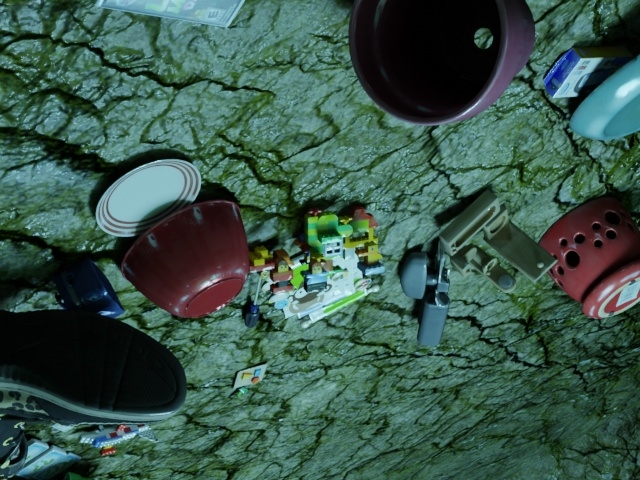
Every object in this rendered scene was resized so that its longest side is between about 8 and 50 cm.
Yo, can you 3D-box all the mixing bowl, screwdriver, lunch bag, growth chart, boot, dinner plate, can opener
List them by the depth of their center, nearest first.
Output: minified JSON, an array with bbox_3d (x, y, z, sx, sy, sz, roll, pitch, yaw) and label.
[{"bbox_3d":[-0.216,-0.056,1.447,0.141,0.017,0.141,-25,152,-14],"label":"dinner plate"},{"bbox_3d":[-0.307,0.072,1.510,0.065,0.067,0.098,-31,150,-3],"label":"lunch bag"},{"bbox_3d":[-0.384,0.216,1.510,0.377,0.138,0.284,8,141,-17],"label":"boot"},{"bbox_3d":[-0.164,0.039,1.547,0.181,0.098,0.181,-28,158,-13],"label":"mixing bowl"},{"bbox_3d":[-0.102,0.093,1.784,0.025,0.024,0.170,-53,169,-25],"label":"screwdriver"},{"bbox_3d":[-0.001,0.069,1.866,0.172,0.021,0.237,-30,152,-1],"label":"growth chart"},{"bbox_3d":[0.182,0.096,2.063,0.095,0.076,0.283,4,148,1],"label":"can opener"}]

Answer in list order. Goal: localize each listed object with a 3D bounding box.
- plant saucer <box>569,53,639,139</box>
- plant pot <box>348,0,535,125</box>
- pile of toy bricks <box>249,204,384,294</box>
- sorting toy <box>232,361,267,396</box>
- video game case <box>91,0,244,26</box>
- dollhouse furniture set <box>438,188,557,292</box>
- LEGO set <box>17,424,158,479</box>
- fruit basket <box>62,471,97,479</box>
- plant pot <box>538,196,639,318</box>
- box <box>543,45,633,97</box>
[{"bbox_3d":[0.534,-0.244,1.795,0.317,0.044,0.317,-26,164,-8],"label":"plant saucer"},{"bbox_3d":[0.159,-0.241,1.357,0.201,0.201,0.180,-48,164,29],"label":"plant pot"},{"bbox_3d":[0.000,0.000,1.685,0.212,0.118,0.105,-9,114,-20],"label":"pile of toy bricks"},{"bbox_3d":[-0.124,0.247,2.038,0.062,0.012,0.083,-17,149,-26],"label":"sorting toy"},{"bbox_3d":[-0.115,-0.297,1.149,0.173,0.022,0.190,0,139,-44],"label":"video game case"},{"bbox_3d":[0.297,0.013,1.931,0.144,0.123,0.151,-42,153,-9],"label":"dollhouse furniture set"},{"bbox_3d":[-0.376,0.328,1.874,0.244,0.060,0.182,-32,156,1],"label":"LEGO set"},{"bbox_3d":[-0.502,0.515,1.935,0.353,0.165,0.327,-2,147,-31],"label":"fruit basket"},{"bbox_3d":[0.528,0.041,2.190,0.191,0.174,0.191,-22,151,-13],"label":"plant pot"},{"bbox_3d":[0.395,-0.251,1.732,0.136,0.028,0.081,-11,146,-37],"label":"box"}]
